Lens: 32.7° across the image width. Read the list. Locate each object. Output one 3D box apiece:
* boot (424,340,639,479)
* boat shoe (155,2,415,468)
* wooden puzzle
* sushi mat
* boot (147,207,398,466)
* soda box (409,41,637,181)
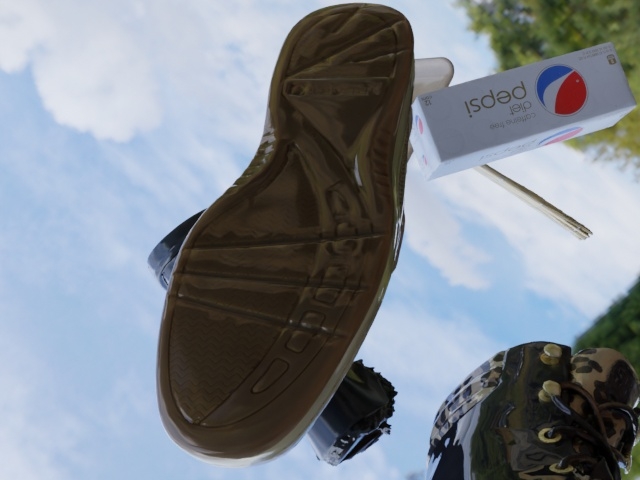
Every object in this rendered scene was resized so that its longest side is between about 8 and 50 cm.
[{"bbox_3d":[0.181,0.172,0.725,0.138,0.377,0.284,43,-145,-11],"label":"boot"},{"bbox_3d":[0.000,0.000,0.680,0.110,0.122,0.341,77,-153,-50],"label":"boat shoe"},{"bbox_3d":[0.093,-0.176,1.724,0.044,0.238,0.221,36,161,-36],"label":"wooden puzzle"},{"bbox_3d":[0.175,-0.096,1.288,0.316,0.019,0.151,28,-169,-28],"label":"sushi mat"},{"bbox_3d":[-0.029,0.088,0.936,0.207,0.094,0.246,49,179,22],"label":"boot"},{"bbox_3d":[0.198,-0.128,1.089,0.069,0.216,0.074,120,132,-75],"label":"soda box"}]
